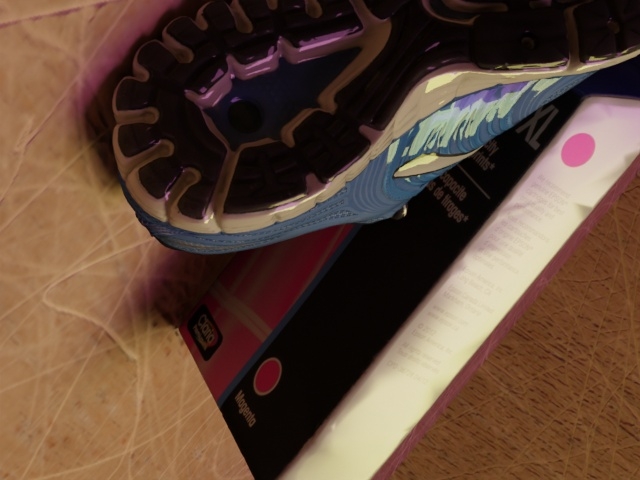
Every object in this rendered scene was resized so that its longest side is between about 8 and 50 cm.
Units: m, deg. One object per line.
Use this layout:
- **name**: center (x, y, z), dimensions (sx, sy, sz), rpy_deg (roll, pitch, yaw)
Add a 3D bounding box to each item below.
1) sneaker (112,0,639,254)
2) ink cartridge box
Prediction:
- **sneaker**: center (0.042, -0.092, 0.765), dimensions (0.330, 0.130, 0.147), rpy_deg (-26, 171, -17)
- **ink cartridge box**: center (0.068, -0.028, 0.897), dimensions (0.069, 0.176, 0.371), rpy_deg (32, 104, -35)
